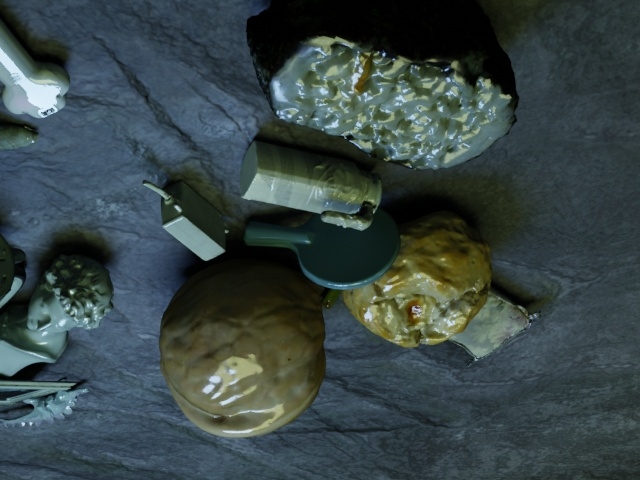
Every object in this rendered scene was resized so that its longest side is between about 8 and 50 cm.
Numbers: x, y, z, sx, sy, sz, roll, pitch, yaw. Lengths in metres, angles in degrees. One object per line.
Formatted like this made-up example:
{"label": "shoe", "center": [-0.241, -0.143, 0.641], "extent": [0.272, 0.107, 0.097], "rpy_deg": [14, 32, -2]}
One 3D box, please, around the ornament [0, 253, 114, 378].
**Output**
{"label": "ornament", "center": [-0.428, 0.119, 1.769], "extent": [0.120, 0.130, 0.285], "rpy_deg": [30, 136, -30]}

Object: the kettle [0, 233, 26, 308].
{"label": "kettle", "center": [-0.557, 0.088, 1.685], "extent": [0.240, 0.165, 0.255], "rpy_deg": [-12, 155, -45]}

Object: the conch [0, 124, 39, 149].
{"label": "conch", "center": [-0.506, -0.118, 1.461], "extent": [0.137, 0.114, 0.234], "rpy_deg": [-26, 142, 34]}

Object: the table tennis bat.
{"label": "table tennis bat", "center": [0.000, 0.000, 1.681], "extent": [0.244, 0.153, 0.040], "rpy_deg": [6, 148, 18]}

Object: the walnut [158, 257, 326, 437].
{"label": "walnut", "center": [-0.120, 0.169, 1.766], "extent": [0.285, 0.285, 0.296], "rpy_deg": [-9, 163, 2]}

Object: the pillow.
{"label": "pillow", "center": [0.253, 0.119, 1.928], "extent": [0.169, 0.059, 0.255], "rpy_deg": [-37, 133, 23]}

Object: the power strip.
{"label": "power strip", "center": [-0.199, -0.040, 1.639], "extent": [0.042, 0.075, 0.175], "rpy_deg": [-26, 137, 21]}

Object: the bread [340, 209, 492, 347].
{"label": "bread", "center": [0.155, 0.067, 1.735], "extent": [0.244, 0.134, 0.244], "rpy_deg": [-4, 131, -4]}

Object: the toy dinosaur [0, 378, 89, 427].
{"label": "toy dinosaur", "center": [-0.507, 0.307, 2.050], "extent": [0.209, 0.039, 0.082], "rpy_deg": [-20, 142, 16]}

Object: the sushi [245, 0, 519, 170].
{"label": "sushi", "center": [0.080, -0.218, 1.385], "extent": [0.350, 0.171, 0.211], "rpy_deg": [12, 140, -22]}

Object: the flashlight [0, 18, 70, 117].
{"label": "flashlight", "center": [-0.392, -0.230, 1.390], "extent": [0.093, 0.047, 0.200], "rpy_deg": [-22, 137, 17]}

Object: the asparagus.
{"label": "asparagus", "center": [0.062, 0.033, 1.813], "extent": [0.025, 0.024, 0.248], "rpy_deg": [8, 138, -29]}

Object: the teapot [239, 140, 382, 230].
{"label": "teapot", "center": [-0.009, -0.072, 1.603], "extent": [0.200, 0.107, 0.077], "rpy_deg": [10, 136, -22]}

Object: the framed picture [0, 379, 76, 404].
{"label": "framed picture", "center": [-0.590, 0.254, 1.867], "extent": [0.296, 0.019, 0.232], "rpy_deg": [7, 163, -40]}
